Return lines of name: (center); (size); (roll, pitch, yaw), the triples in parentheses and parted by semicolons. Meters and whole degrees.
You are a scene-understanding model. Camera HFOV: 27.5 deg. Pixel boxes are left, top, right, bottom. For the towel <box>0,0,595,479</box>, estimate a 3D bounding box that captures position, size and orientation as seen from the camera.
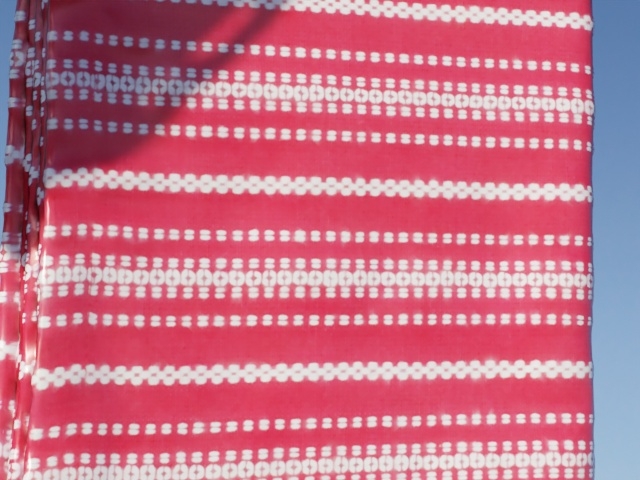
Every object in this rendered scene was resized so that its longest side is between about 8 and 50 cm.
towel: (0.000, 0.000, 0.415); (0.198, 0.275, 0.031); (3, -7, -17)
